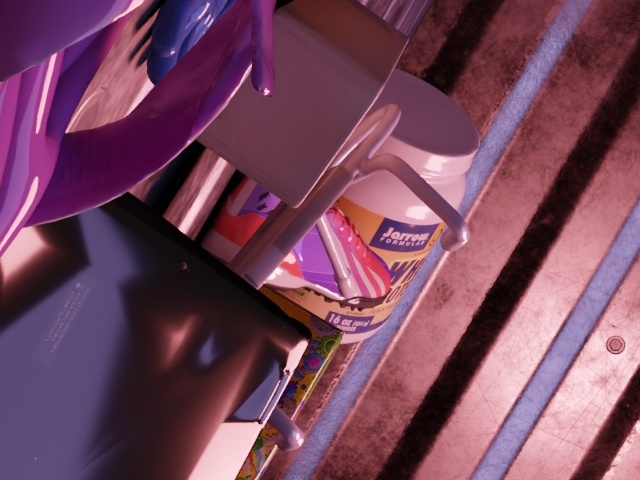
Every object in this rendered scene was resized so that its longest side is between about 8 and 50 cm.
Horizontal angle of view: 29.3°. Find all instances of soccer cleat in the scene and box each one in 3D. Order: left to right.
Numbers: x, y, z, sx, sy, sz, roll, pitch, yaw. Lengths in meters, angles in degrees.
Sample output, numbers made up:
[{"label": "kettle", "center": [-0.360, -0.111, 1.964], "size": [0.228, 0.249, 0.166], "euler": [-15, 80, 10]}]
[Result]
[{"label": "soccer cleat", "center": [0.000, 0.000, 1.348], "size": [0.318, 0.109, 0.116], "euler": [16, 104, -55]}]

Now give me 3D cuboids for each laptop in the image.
[{"label": "laptop", "center": [-0.204, 0.156, 0.648], "size": [0.381, 0.236, 0.408], "euler": [-62, 147, -10]}]

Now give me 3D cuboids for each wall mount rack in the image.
[{"label": "wall mount rack", "center": [-0.029, 0.060, 0.988], "size": [0.350, 0.130, 0.304], "euler": [-49, -172, -19]}]

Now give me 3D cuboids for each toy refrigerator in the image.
[{"label": "toy refrigerator", "center": [-0.008, -0.120, 0.901], "size": [0.102, 0.094, 0.269], "euler": [-54, -177, 18]}]

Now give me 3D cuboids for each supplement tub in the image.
[{"label": "supplement tub", "center": [0.047, -0.046, 1.579], "size": [0.316, 0.228, 0.228], "euler": [-61, 178, 32]}]

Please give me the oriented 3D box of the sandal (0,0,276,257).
[{"label": "sandal", "center": [-0.061, -0.058, 0.358], "size": [0.416, 0.102, 0.169], "euler": [-60, 178, 1]}]

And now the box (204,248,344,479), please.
[{"label": "box", "center": [-0.136, 0.196, 1.255], "size": [0.279, 0.177, 0.290], "euler": [-59, 178, -19]}]

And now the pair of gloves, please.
[{"label": "pair of gloves", "center": [-0.056, -0.128, 0.687], "size": [0.159, 0.023, 0.198], "euler": [-59, 177, -21]}]
